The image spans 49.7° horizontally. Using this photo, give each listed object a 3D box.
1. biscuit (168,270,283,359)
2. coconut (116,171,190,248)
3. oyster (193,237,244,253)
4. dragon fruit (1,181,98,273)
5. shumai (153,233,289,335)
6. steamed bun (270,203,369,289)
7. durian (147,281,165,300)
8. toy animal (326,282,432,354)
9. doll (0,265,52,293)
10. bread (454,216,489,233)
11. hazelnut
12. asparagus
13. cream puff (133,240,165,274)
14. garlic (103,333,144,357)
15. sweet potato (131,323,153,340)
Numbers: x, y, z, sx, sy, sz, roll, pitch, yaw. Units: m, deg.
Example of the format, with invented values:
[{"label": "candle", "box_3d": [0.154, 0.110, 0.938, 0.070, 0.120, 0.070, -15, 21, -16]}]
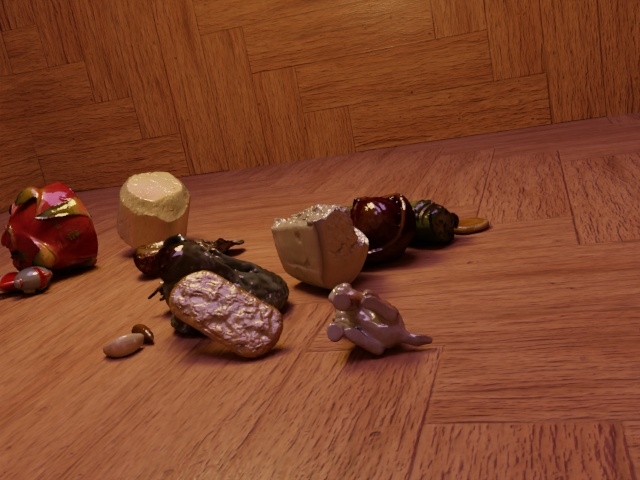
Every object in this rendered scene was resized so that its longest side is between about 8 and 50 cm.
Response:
[{"label": "biscuit", "box_3d": [-0.181, 0.135, 1.313, 0.247, 0.029, 0.118, 26, 64, 24]}, {"label": "coconut", "box_3d": [-0.547, -0.080, 2.260, 0.239, 0.244, 0.239, 8, 36, -6]}, {"label": "oyster", "box_3d": [-0.313, 0.018, 2.062, 0.177, 0.056, 0.105, -6, 3, 16]}, {"label": "dragon fruit", "box_3d": [-0.859, -0.017, 2.152, 0.226, 0.305, 0.305, -30, 23, -34]}, {"label": "shumai", "box_3d": [-0.208, 0.075, 1.475, 0.272, 0.203, 0.222, -15, 14, -28]}, {"label": "steamed bun", "box_3d": [0.000, 0.000, 1.593, 0.170, 0.200, 0.225, -27, 22, -31]}, {"label": "durian", "box_3d": [-0.311, 0.114, 1.621, 0.189, 0.091, 0.148, -17, 3, -12]}, {"label": "toy animal", "box_3d": [0.099, 0.146, 1.247, 0.184, 0.104, 0.185, 18, -3, -1]}, {"label": "doll", "box_3d": [-0.877, 0.119, 2.046, 0.245, 0.076, 0.142, -7, 10, 32]}, {"label": "bread", "box_3d": [0.392, -0.041, 1.834, 0.110, 0.024, 0.110, -10, 15, 3]}, {"label": "hazelnut", "box_3d": [0.132, -0.025, 1.680, 0.202, 0.160, 0.170, -21, 34, -3]}, {"label": "asparagus", "box_3d": [0.180, -0.048, 1.844, 0.382, 0.108, 0.128, 0, -13, 43]}, {"label": "cream puff", "box_3d": [-0.461, 0.052, 1.979, 0.149, 0.084, 0.149, -7, 17, 2]}, {"label": "garlic", "box_3d": [-0.404, 0.213, 1.405, 0.083, 0.041, 0.053, -17, 9, 3]}, {"label": "sweet potato", "box_3d": [-0.375, 0.195, 1.462, 0.034, 0.034, 0.095, -22, 20, -39]}]
